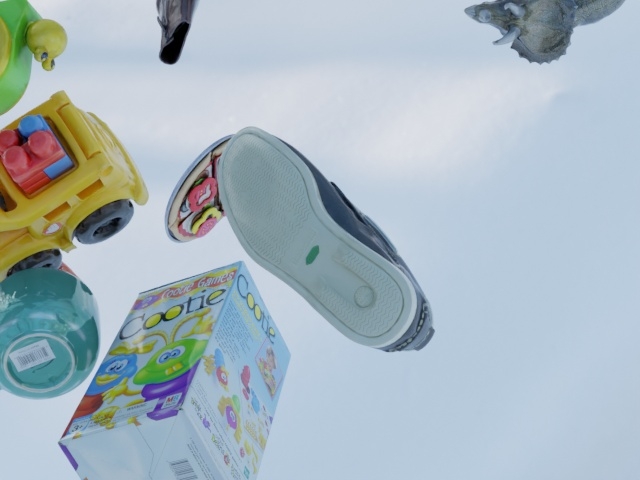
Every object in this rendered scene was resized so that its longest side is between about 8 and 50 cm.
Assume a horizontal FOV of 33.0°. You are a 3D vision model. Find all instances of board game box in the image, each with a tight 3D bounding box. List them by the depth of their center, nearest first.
[{"bbox_3d":[-0.143,0.164,1.149,0.142,0.144,0.275,-17,24,18],"label":"board game box"}]

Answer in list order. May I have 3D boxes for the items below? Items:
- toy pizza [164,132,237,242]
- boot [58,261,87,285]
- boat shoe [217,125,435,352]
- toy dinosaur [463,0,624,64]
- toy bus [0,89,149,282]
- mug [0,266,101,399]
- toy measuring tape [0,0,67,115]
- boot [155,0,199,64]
[{"bbox_3d":[-0.161,-0.074,1.657,0.032,0.201,0.201,36,67,19],"label":"toy pizza"},{"bbox_3d":[-0.370,0.047,1.478,0.059,0.158,0.084,-48,3,-20],"label":"boot"},{"bbox_3d":[0.000,0.000,0.842,0.084,0.079,0.233,-51,60,14],"label":"boat shoe"},{"bbox_3d":[0.296,-0.288,1.187,0.313,0.121,0.160,-31,32,-5],"label":"toy dinosaur"},{"bbox_3d":[-0.327,-0.061,1.198,0.220,0.211,0.149,-34,78,-3],"label":"toy bus"},{"bbox_3d":[-0.310,0.119,1.179,0.158,0.129,0.097,-64,22,19],"label":"mug"},{"bbox_3d":[-0.420,-0.172,1.120,0.330,0.121,0.121,-9,39,7],"label":"toy measuring tape"},{"bbox_3d":[-0.203,-0.428,1.742,0.248,0.090,0.207,129,146,-50],"label":"boot"}]
